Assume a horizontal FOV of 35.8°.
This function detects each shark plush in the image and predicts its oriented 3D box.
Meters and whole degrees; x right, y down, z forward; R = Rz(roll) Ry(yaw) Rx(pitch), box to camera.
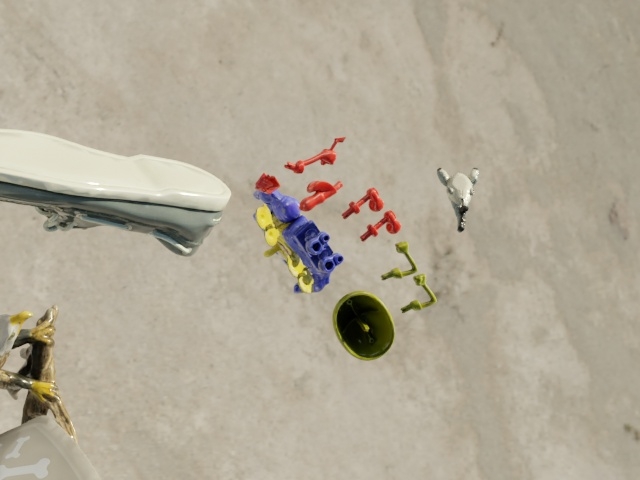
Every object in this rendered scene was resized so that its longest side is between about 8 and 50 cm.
[{"bbox_3d":[0.252,-0.068,1.733,0.161,0.073,0.067,-103,-172,-53],"label":"shark plush"}]

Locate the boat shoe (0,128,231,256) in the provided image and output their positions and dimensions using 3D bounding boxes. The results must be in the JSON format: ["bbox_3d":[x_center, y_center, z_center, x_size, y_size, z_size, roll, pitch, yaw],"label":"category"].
[{"bbox_3d":[-0.245,-0.039,1.034,0.319,0.116,0.099,7,118,-38],"label":"boat shoe"}]

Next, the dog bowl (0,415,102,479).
[{"bbox_3d":[-0.279,0.353,0.994,0.102,0.349,0.348,-19,92,-34],"label":"dog bowl"}]

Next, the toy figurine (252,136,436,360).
[{"bbox_3d":[0.000,0.000,1.599,0.191,0.217,0.362,-41,117,-13],"label":"toy figurine"}]

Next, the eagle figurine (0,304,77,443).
[{"bbox_3d":[-0.408,0.127,1.081,0.298,0.226,0.225,10,110,-53],"label":"eagle figurine"}]
